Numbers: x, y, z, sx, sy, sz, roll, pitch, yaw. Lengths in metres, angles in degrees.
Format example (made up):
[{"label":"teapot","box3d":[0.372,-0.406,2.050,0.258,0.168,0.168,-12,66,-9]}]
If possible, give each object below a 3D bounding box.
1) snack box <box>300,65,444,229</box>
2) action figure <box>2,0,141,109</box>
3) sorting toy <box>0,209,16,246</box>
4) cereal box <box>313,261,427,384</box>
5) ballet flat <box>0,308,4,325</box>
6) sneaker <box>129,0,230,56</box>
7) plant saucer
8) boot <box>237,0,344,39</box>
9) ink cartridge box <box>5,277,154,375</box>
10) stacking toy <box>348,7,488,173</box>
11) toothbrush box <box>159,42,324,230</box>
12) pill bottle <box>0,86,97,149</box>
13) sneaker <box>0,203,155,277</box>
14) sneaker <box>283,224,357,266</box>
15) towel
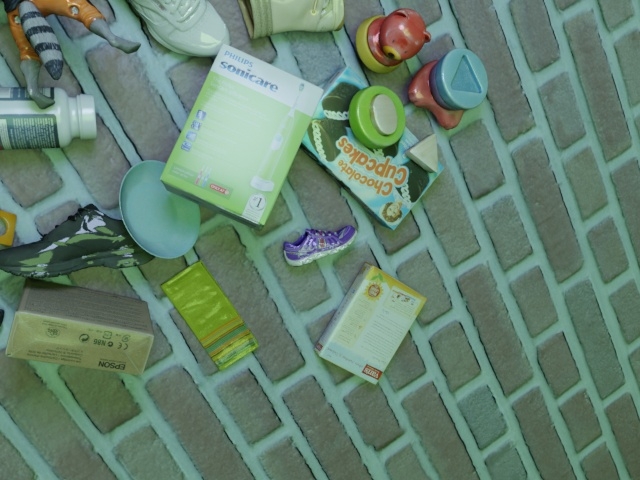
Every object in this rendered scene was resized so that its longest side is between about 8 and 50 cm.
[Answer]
[{"label":"snack box","box3d":[0.101,-0.194,1.364,0.322,0.060,0.187,41,85,-23]},{"label":"action figure","box3d":[-0.424,-0.421,0.976,0.341,0.178,0.330,-26,101,24]},{"label":"sorting toy","box3d":[-0.689,-0.065,1.054,0.348,0.047,0.196,37,50,-40]},{"label":"cereal box","box3d":[0.116,0.193,1.458,0.173,0.047,0.240,32,90,-23]},{"label":"ballet flat","box3d":[-0.675,0.121,1.160,0.173,0.057,0.049,29,50,-24]},{"label":"sneaker","box3d":[-0.286,-0.439,1.121,0.305,0.152,0.114,36,82,-24]},{"label":"plant saucer","box3d":[-0.316,-0.057,1.214,0.195,0.037,0.194,23,61,-49]},{"label":"boot","box3d":[-0.068,-0.530,1.217,0.204,0.095,0.261,-13,108,-16]},{"label":"ink cartridge box","box3d":[-0.440,0.158,1.167,0.235,0.193,0.088,14,98,-22]},{"label":"stacking toy","box3d":[0.212,-0.309,1.300,0.309,0.130,0.279,21,77,-28]},{"label":"toothbrush box","box3d":[-0.146,-0.188,1.191,0.206,0.122,0.283,23,83,-5]},{"label":"pill bottle","box3d":[-0.494,-0.216,1.115,0.180,0.108,0.107,-4,103,-19]},{"label":"sneaker","box3d":[-0.461,-0.001,1.186,0.286,0.109,0.130,-9,98,-28]},{"label":"sneaker","box3d":[0.000,0.000,1.366,0.170,0.068,0.071,-21,102,-14]},{"label":"towel","box3d":[-0.232,0.162,1.338,0.102,0.021,0.237,-35,110,-11]}]
